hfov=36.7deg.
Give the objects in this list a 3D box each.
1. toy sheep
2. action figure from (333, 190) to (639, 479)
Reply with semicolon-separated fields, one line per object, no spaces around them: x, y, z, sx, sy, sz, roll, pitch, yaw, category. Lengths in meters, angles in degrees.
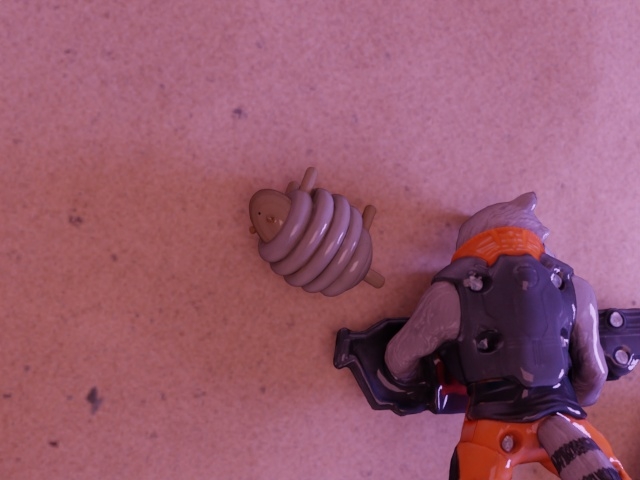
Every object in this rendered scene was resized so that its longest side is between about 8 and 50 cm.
0.000;0.000;0.769;0.132;0.091;0.091;30;86;-16;toy sheep
0.201;0.111;0.748;0.341;0.178;0.330;-9;65;-15;action figure
